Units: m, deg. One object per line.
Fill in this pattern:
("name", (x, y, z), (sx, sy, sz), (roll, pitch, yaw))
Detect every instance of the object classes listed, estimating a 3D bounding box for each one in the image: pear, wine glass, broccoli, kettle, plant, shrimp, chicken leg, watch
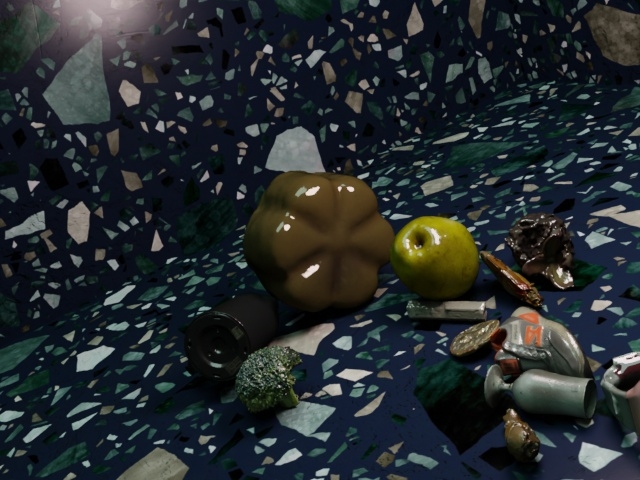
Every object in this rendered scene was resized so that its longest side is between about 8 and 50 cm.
("pear", (0.340, 0.058, 2.413), (0.253, 0.307, 0.253), (-13, 58, 21))
("wine glass", (0.494, 0.341, 1.850), (0.231, 0.103, 0.103), (2, 30, 37))
("broccoli", (-0.131, 0.373, 2.218), (0.226, 0.176, 0.198), (13, 55, 40))
("kettle", (-0.260, 0.301, 2.462), (0.203, 0.262, 0.308), (21, 15, 11))
("plant", (0.638, 0.018, 2.387), (0.178, 0.204, 0.234), (-17, 15, 17))
("shrimp", (0.538, 0.111, 2.317), (0.062, 0.154, 0.294), (-49, 31, 2))
("chicken leg", (0.424, 0.417, 1.772), (0.069, 0.085, 0.198), (-42, 5, 9))
("watch", (0.718, 0.309, 1.705), (0.253, 0.162, 0.241), (-14, 10, 12))

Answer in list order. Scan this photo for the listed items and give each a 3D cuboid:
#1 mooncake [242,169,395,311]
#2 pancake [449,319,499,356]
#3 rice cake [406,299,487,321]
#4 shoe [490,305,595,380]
("mooncake", (0.000, 0.000, 2.610), (0.467, 0.467, 0.262), (-30, 18, -23))
("pancake", (0.410, 0.258, 2.181), (0.158, 0.028, 0.158), (-33, 7, 5))
("rice cake", (0.361, 0.200, 2.355), (0.256, 0.057, 0.052), (-2, 26, 37))
("shoe", (0.505, 0.274, 1.978), (0.171, 0.132, 0.336), (-28, 21, -8))
